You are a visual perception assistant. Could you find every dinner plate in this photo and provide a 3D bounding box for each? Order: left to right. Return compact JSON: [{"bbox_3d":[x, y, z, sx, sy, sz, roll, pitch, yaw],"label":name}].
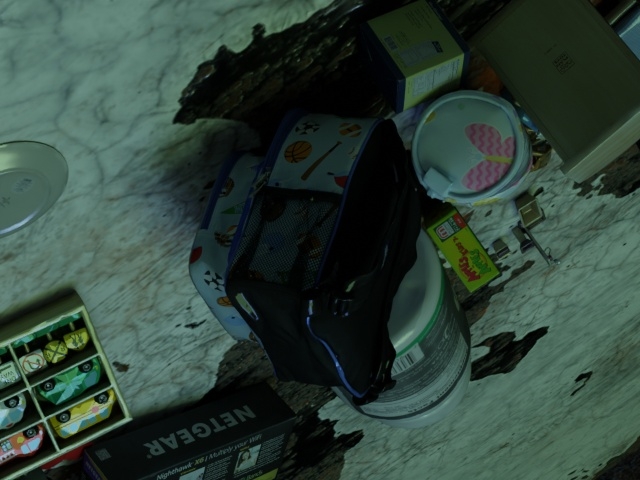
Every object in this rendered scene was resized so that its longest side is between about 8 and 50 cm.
[{"bbox_3d":[-0.301,-0.039,1.260,0.141,0.017,0.141,-26,152,-15],"label":"dinner plate"}]

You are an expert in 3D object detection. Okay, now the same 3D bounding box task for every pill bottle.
[{"bbox_3d":[0.081,0.111,1.699,0.204,0.204,0.361,-32,153,0],"label":"pill bottle"}]

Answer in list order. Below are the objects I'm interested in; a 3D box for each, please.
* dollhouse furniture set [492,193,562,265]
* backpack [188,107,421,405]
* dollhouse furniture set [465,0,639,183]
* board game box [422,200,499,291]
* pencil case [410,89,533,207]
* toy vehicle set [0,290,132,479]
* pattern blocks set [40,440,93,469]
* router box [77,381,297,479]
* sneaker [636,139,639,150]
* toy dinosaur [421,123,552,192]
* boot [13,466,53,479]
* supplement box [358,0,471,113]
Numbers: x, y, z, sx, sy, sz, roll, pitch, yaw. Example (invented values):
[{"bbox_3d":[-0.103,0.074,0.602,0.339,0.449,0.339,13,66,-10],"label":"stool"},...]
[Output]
[{"bbox_3d":[0.289,-0.001,1.861,0.091,0.081,0.114,-33,153,1],"label":"dollhouse furniture set"},{"bbox_3d":[0.000,0.000,1.394,0.276,0.213,0.263,70,41,-60],"label":"backpack"},{"bbox_3d":[0.362,-0.189,1.499,0.286,0.198,0.303,-42,152,19],"label":"dollhouse furniture set"},{"bbox_3d":[0.170,0.003,1.645,0.043,0.092,0.181,-35,-176,6],"label":"board game box"},{"bbox_3d":[0.165,-0.095,1.452,0.124,0.113,0.273,-37,175,7],"label":"pencil case"},{"bbox_3d":[-0.355,0.183,1.462,0.266,0.035,0.166,-26,121,-13],"label":"toy vehicle set"},{"bbox_3d":[-0.442,0.267,1.609,0.285,0.026,0.325,-33,153,1],"label":"pattern blocks set"},{"bbox_3d":[-0.197,0.348,1.862,0.308,0.081,0.243,-16,138,-39],"label":"router box"},{"bbox_3d":[0.498,-0.169,1.721,0.136,0.116,0.314,-20,160,-10],"label":"sneaker"},{"bbox_3d":[0.229,-0.092,1.668,0.211,0.064,0.112,-12,148,-33],"label":"toy dinosaur"},{"bbox_3d":[-0.400,0.283,1.597,0.137,0.077,0.198,-41,151,-23],"label":"boot"},{"bbox_3d":[0.094,-0.187,1.347,0.083,0.083,0.056,-24,152,-14],"label":"supplement box"}]
